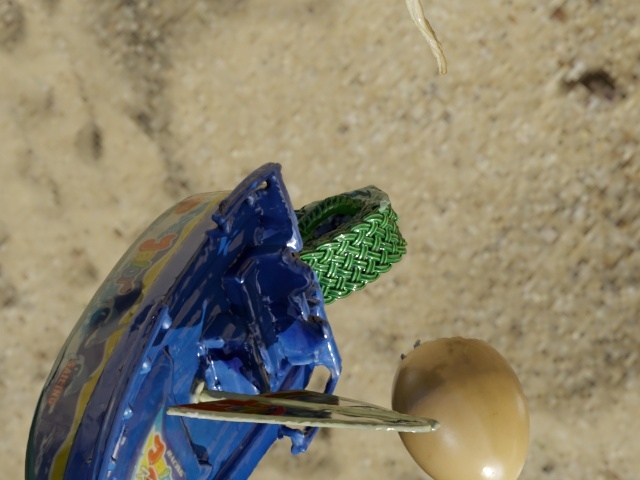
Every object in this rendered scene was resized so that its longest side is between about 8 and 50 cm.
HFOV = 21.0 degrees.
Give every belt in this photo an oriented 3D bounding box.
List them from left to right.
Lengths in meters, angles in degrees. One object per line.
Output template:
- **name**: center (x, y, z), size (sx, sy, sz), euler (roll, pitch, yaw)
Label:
- **belt**: center (0.000, 0.000, 1.508), size (0.121, 0.151, 0.079), euler (-133, 21, -70)

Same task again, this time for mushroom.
- **mushroom**: center (0.068, -0.235, 1.431), size (0.028, 0.026, 0.286), euler (-13, 142, 16)

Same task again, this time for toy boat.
- **toy boat**: center (-0.019, 0.046, 0.486), size (0.110, 0.175, 0.091), euler (-2, 122, 27)

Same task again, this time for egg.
- **egg**: center (0.084, 0.106, 1.023), size (0.080, 0.080, 0.096), euler (95, 163, -61)
